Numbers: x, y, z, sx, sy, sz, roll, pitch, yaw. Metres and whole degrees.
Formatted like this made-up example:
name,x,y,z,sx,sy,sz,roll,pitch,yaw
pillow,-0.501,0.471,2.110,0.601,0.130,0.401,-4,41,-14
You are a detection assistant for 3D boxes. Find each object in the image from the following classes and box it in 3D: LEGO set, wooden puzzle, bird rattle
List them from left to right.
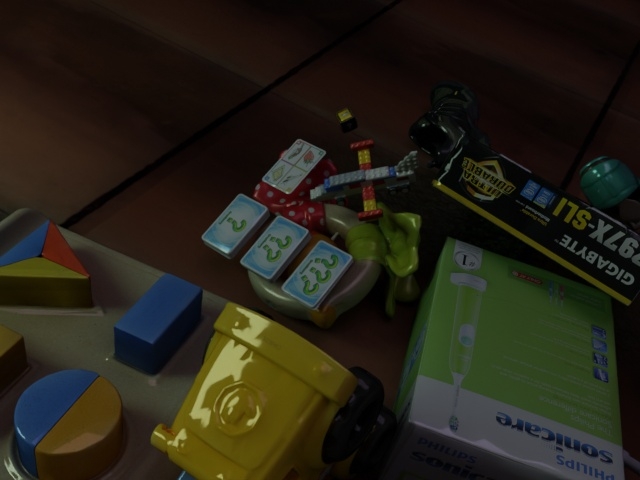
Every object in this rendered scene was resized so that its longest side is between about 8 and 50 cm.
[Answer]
name,x,y,z,sx,sy,sz,roll,pitch,yaw
wooden puzzle,-0.250,0.106,0.742,0.347,0.081,0.322,26,41,10
LEGO set,-0.005,-0.060,0.885,0.182,0.060,0.244,29,69,31
bird rattle,0.000,0.000,0.922,0.253,0.143,0.207,32,59,22

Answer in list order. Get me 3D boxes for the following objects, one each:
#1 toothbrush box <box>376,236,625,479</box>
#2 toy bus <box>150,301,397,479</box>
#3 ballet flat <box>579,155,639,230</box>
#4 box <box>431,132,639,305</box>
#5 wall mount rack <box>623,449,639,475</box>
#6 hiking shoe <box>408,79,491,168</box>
name,x,y,z,sx,sy,sz,roll,pitch,yaw
toothbrush box,0.196,0.152,0.811,0.206,0.122,0.283,19,39,2
toy bus,-0.048,0.192,0.660,0.149,0.220,0.211,25,71,25
ballet flat,0.447,-0.056,1.127,0.247,0.083,0.087,14,47,-57
box,0.301,-0.025,0.969,0.257,0.079,0.322,36,13,19
wall mount rack,0.445,0.306,0.729,0.349,0.131,0.304,5,45,-14
hiking shoe,0.199,-0.195,1.233,0.114,0.086,0.227,7,42,-16
